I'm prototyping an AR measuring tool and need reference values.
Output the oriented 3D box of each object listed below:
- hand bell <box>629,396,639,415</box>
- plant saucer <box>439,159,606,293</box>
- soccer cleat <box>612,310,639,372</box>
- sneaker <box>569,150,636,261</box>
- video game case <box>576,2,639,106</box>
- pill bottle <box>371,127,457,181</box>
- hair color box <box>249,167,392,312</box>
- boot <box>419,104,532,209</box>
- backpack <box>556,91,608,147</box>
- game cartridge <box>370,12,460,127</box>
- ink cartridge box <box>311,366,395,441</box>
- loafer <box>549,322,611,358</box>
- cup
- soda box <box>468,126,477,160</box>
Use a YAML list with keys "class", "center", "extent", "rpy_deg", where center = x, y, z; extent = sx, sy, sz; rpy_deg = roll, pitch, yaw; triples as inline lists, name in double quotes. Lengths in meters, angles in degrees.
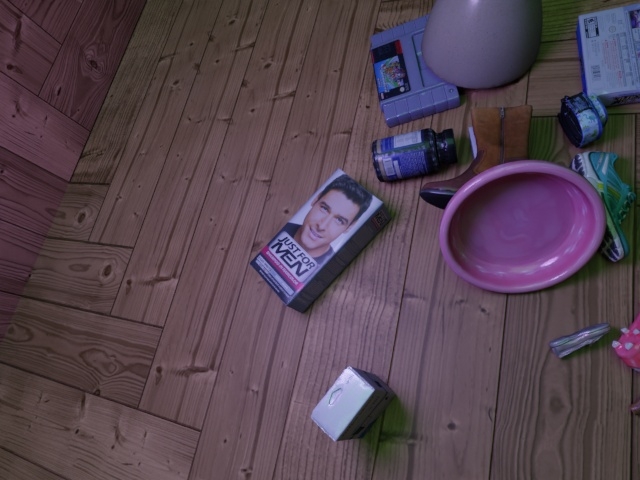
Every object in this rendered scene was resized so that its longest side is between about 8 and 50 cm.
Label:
- class: "hand bell"
  center: [0.716, 0.276, 0.813]
  extent: [0.242, 0.126, 0.126]
  rpy_deg: [-35, 60, 22]
- class: "plant saucer"
  center: [0.434, -0.032, 0.949]
  extent: [0.332, 0.332, 0.084]
  rpy_deg: [-12, 31, 19]
- class: "soccer cleat"
  center: [0.704, 0.163, 0.870]
  extent: [0.095, 0.083, 0.248]
  rpy_deg: [42, 84, 1]
- class: "sneaker"
  center: [0.657, -0.088, 0.970]
  extent: [0.110, 0.107, 0.275]
  rpy_deg: [-5, 68, 11]
- class: "video game case"
  center: [0.801, -0.475, 1.081]
  extent: [0.244, 0.061, 0.269]
  rpy_deg: [-2, 69, 24]
- class: "pill bottle"
  center: [0.261, -0.240, 1.184]
  extent: [0.219, 0.123, 0.122]
  rpy_deg: [-8, 67, 20]
- class: "hair color box"
  center: [0.000, 0.000, 1.206]
  extent: [0.374, 0.113, 0.185]
  rpy_deg: [-47, 59, 0]
- class: "boot"
  center: [0.384, -0.216, 1.050]
  extent: [0.264, 0.096, 0.280]
  rpy_deg: [-2, 69, 22]
- class: "backpack"
  center: [0.649, -0.296, 1.050]
  extent: [0.084, 0.105, 0.114]
  rpy_deg: [-19, 69, 17]
- class: "game cartridge"
  center: [0.283, -0.536, 1.331]
  extent: [0.230, 0.068, 0.355]
  rpy_deg: [-12, 66, 14]
- class: "ink cartridge box"
  center: [0.080, 0.375, 0.977]
  extent: [0.082, 0.191, 0.139]
  rpy_deg: [37, 87, 30]
- class: "loafer"
  center: [0.565, 0.216, 0.923]
  extent: [0.125, 0.045, 0.039]
  rpy_deg: [-27, 78, 19]
- class: "cup"
  center: [0.447, -0.623, 1.155]
  extent: [0.331, 0.237, 0.331]
  rpy_deg: [-4, 66, 9]
- class: "soda box"
  center: [0.441, -0.196, 1.117]
  extent: [0.069, 0.074, 0.216]
  rpy_deg: [-11, 66, 18]
